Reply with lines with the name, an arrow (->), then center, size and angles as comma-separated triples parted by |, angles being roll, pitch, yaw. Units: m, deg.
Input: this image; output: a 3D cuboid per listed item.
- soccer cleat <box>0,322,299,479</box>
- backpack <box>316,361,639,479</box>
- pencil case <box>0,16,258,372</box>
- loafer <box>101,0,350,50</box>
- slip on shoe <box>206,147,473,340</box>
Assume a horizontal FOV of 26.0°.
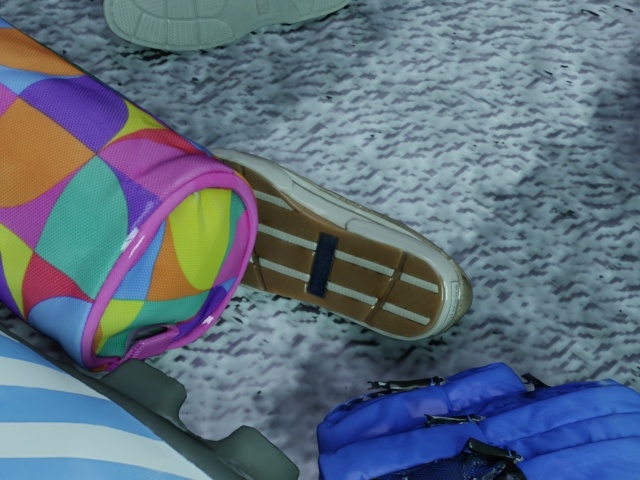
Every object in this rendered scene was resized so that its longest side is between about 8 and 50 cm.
soccer cleat -> -0.161, 0.065, 0.458 | 0.331, 0.116, 0.143 | 28, 57, 19
backpack -> 0.061, 0.091, 0.453 | 0.120, 0.098, 0.101 | -11, 50, -8
pencil case -> -0.137, -0.039, 0.556 | 0.236, 0.104, 0.104 | 33, 59, 25
loafer -> -0.045, -0.120, 0.655 | 0.125, 0.045, 0.039 | -12, 36, -17
slip on shoe -> 0.000, 0.000, 0.561 | 0.135, 0.051, 0.041 | 21, 15, 25
